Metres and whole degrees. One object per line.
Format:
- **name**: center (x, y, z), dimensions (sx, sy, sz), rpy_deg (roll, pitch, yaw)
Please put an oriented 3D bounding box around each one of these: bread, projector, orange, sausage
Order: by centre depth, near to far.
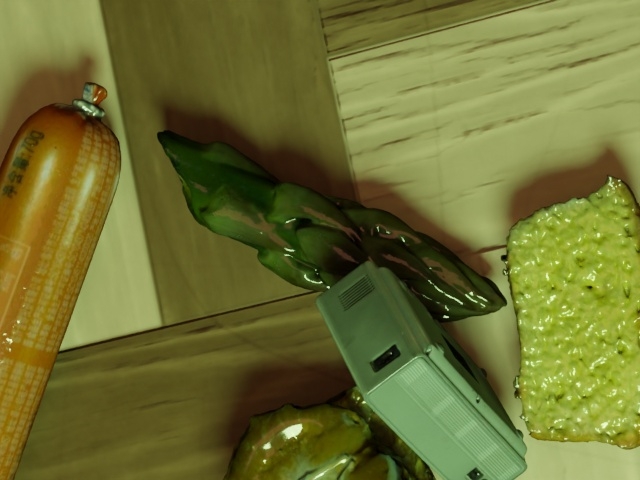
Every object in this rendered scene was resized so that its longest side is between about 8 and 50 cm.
- **projector**: center (0.072, 0.094, 1.341), dimensions (0.061, 0.147, 0.115), rpy_deg (-38, 39, 6)
- **bread**: center (0.184, 0.054, 1.377), dimensions (0.103, 0.065, 0.187), rpy_deg (-9, 84, 15)
- **orange**: center (0.012, 0.190, 1.384), dimensions (0.160, 0.112, 0.170), rpy_deg (2, 52, 21)
- **sausage**: center (-0.222, 0.029, 1.473), dimensions (0.093, 0.093, 0.312), rpy_deg (19, 90, 16)

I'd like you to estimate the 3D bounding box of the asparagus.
- **asparagus**: center (0.000, 0.000, 1.426), dimensions (0.287, 0.080, 0.080), rpy_deg (20, 90, 14)
